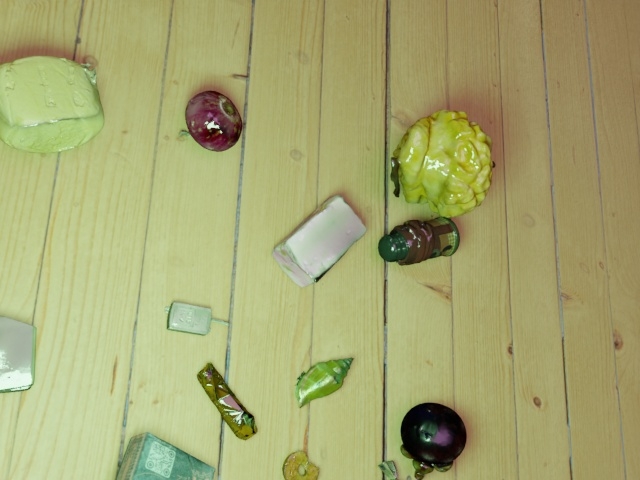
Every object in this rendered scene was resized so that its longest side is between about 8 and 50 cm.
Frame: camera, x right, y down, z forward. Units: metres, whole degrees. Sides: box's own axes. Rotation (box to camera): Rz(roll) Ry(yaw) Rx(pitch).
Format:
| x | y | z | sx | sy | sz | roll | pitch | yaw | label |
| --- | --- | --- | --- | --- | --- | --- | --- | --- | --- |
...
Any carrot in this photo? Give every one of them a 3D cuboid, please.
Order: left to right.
| x | y | z | sx | sy | sz | roll | pitch | yaw | label |
| --- | --- | --- | --- | --- | --- | --- | --- | --- | --- |
| -0.250 | 0.427 | 1.681 | 0.069 | 0.069 | 0.229 | -37 | 94 | -28 | carrot |

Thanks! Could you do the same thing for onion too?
| x | y | z | sx | sy | sz | roll | pitch | yaw | label |
| --- | --- | --- | --- | --- | --- | --- | --- | --- | --- |
| -0.304 | -0.338 | 1.802 | 0.177 | 0.153 | 0.177 | 13 | 60 | -24 | onion |

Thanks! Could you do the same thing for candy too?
| x | y | z | sx | sy | sz | roll | pitch | yaw | label |
| --- | --- | --- | --- | --- | --- | --- | --- | --- | --- |
| 0.000 | 0.000 | 1.877 | 0.155 | 0.116 | 0.265 | 49 | 63 | -6 | candy |

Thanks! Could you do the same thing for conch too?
| x | y | z | sx | sy | sz | roll | pitch | yaw | label |
| --- | --- | --- | --- | --- | --- | --- | --- | --- | --- |
| 0.011 | 0.395 | 1.811 | 0.200 | 0.079 | 0.095 | -20 | 67 | -20 | conch |

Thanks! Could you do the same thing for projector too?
| x | y | z | sx | sy | sz | roll | pitch | yaw | label |
| --- | --- | --- | --- | --- | --- | --- | --- | --- | --- |
| -0.797 | 0.255 | 1.443 | 0.269 | 0.088 | 0.194 | 3 | 75 | -26 | projector |

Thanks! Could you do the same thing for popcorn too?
| x | y | z | sx | sy | sz | roll | pitch | yaw | label |
| --- | --- | --- | --- | --- | --- | --- | --- | --- | --- |
| 0.365 | -0.236 | 2.002 | 0.381 | 0.349 | 0.349 | -10 | 82 | -31 | popcorn |

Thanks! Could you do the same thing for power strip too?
| x | y | z | sx | sy | sz | roll | pitch | yaw | label |
| --- | --- | --- | --- | --- | --- | --- | --- | --- | --- |
| -0.331 | 0.215 | 1.704 | 0.175 | 0.042 | 0.075 | 12 | 71 | -23 | power strip |

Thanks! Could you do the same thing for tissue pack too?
| x | y | z | sx | sy | sz | roll | pitch | yaw | label |
| --- | --- | --- | --- | --- | --- | --- | --- | --- | --- |
| -0.379 | 0.634 | 1.457 | 0.228 | 0.103 | 0.316 | 40 | 38 | -28 | tissue pack |

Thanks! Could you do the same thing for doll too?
| x | y | z | sx | sy | sz | roll | pitch | yaw | label |
| --- | --- | --- | --- | --- | --- | --- | --- | --- | --- |
| 0.216 | 0.744 | 1.802 | 0.105 | 0.115 | 0.221 | 8 | 67 | -13 | doll |

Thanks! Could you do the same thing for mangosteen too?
| x | y | z | sx | sy | sz | roll | pitch | yaw | label |
| --- | --- | --- | --- | --- | --- | --- | --- | --- | --- |
| 0.325 | 0.592 | 1.858 | 0.194 | 0.194 | 0.230 | 5 | 102 | -25 | mangosteen |

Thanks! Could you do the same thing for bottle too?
| x | y | z | sx | sy | sz | roll | pitch | yaw | label |
| --- | --- | --- | --- | --- | --- | --- | --- | --- | --- |
| 0.301 | 0.008 | 2.012 | 0.271 | 0.143 | 0.156 | -11 | 121 | -30 | bottle |

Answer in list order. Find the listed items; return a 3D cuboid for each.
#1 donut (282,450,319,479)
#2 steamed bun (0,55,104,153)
| x | y | z | sx | sy | sz | roll | pitch | yaw | label |
| --- | --- | --- | --- | --- | --- | --- | --- | --- | --- |
| -0.061 | 0.630 | 1.728 | 0.097 | 0.043 | 0.108 | -37 | 96 | -29 | donut |
| -0.694 | -0.341 | 1.607 | 0.273 | 0.166 | 0.232 | -18 | 73 | -34 | steamed bun |
